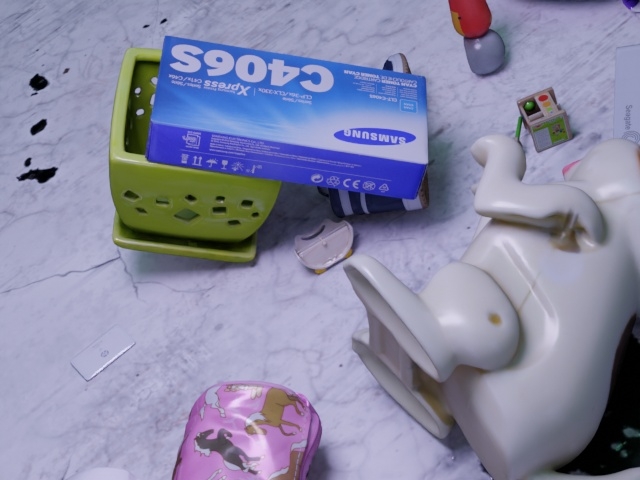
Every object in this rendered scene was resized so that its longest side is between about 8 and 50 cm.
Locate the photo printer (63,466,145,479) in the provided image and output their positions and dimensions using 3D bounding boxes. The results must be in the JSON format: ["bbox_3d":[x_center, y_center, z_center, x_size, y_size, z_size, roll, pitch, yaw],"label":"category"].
[{"bbox_3d":[-0.298,0.391,1.467,0.307,0.107,0.256,-31,35,36],"label":"photo printer"}]

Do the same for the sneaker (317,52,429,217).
[{"bbox_3d":[0.064,-0.146,1.913,0.153,0.099,0.282,-12,48,11],"label":"sneaker"}]

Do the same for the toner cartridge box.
[{"bbox_3d":[-0.040,-0.157,1.753,0.348,0.075,0.165,8,49,-7],"label":"toner cartridge box"}]

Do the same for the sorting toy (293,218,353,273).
[{"bbox_3d":[0.000,0.000,1.845,0.083,0.045,0.075,-31,36,-5],"label":"sorting toy"}]

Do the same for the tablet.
[{"bbox_3d":[-0.295,0.150,1.857,0.083,0.006,0.054,-39,45,-14],"label":"tablet"}]

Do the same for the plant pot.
[{"bbox_3d":[-0.171,-0.103,1.865,0.228,0.207,0.227,6,47,-7],"label":"plant pot"}]

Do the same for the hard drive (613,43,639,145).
[{"bbox_3d":[0.557,-0.186,1.762,0.353,0.047,0.233,-6,46,20],"label":"hard drive"}]

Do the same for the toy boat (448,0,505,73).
[{"bbox_3d":[0.302,-0.381,2.012,0.318,0.148,0.267,-42,38,-25],"label":"toy boat"}]

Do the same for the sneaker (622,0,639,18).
[{"bbox_3d":[0.495,-0.406,1.967,0.161,0.102,0.282,-20,43,10],"label":"sneaker"}]

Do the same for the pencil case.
[{"bbox_3d":[-0.092,0.331,1.480,0.167,0.160,0.386,17,46,-11],"label":"pencil case"}]

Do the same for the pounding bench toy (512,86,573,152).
[{"bbox_3d":[0.287,-0.160,1.856,0.083,0.052,0.065,-22,43,4],"label":"pounding bench toy"}]

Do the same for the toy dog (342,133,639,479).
[{"bbox_3d":[0.277,0.047,1.503,0.408,0.284,0.395,-39,58,-14],"label":"toy dog"}]
